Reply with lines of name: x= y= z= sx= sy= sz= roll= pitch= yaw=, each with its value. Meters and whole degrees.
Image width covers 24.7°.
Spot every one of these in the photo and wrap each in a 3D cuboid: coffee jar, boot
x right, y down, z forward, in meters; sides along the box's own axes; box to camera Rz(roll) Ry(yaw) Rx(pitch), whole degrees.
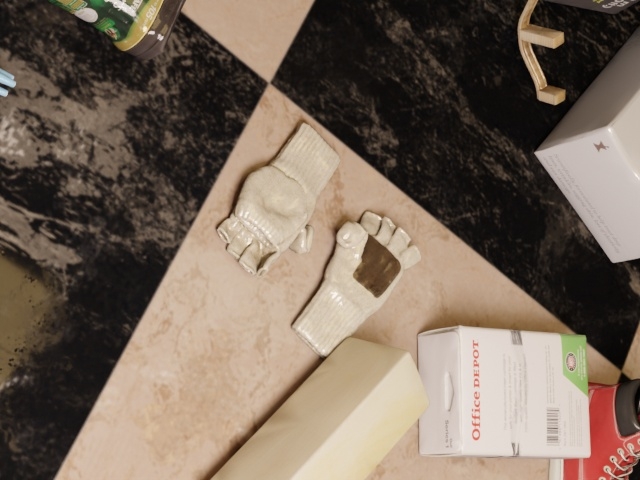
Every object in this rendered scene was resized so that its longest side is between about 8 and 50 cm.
coffee jar: x=-0.240 y=-0.281 z=1.620 sx=0.184 sy=0.079 sz=0.096 roll=31 pitch=66 yaw=-27
boot: x=0.383 y=0.303 z=1.888 sx=0.088 sy=0.176 sz=0.244 roll=-1 pitch=84 yaw=-36

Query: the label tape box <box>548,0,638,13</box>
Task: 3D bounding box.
label tape box: x=0.442 y=-0.411 z=2.001 sx=0.348 sy=0.249 sz=0.115 roll=6 pitch=71 yaw=-33

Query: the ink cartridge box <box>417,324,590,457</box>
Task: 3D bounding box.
ink cartridge box: x=0.232 y=0.196 z=1.853 sx=0.219 sy=0.093 sz=0.160 roll=7 pitch=77 yaw=-33

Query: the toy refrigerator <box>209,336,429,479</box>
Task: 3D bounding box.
toy refrigerator: x=0.002 y=0.237 z=1.671 sx=0.269 sy=0.102 sz=0.094 roll=-44 pitch=126 yaw=-32

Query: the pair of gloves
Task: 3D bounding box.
pair of gloves: x=0.000 y=0.000 z=1.759 sx=0.240 sy=0.042 sz=0.204 roll=51 pitch=59 yaw=-16

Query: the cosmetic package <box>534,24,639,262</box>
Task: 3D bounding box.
cosmetic package: x=0.499 y=-0.172 z=2.066 sx=0.385 sy=0.156 sz=0.217 roll=-45 pitch=107 yaw=-30

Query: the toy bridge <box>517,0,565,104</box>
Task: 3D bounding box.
toy bridge: x=0.298 y=-0.277 z=1.979 sx=0.026 sy=0.063 sz=0.188 roll=-33 pitch=129 yaw=-34

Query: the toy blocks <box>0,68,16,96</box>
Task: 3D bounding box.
toy blocks: x=-0.395 y=-0.158 z=1.507 sx=0.148 sy=0.054 sz=0.123 roll=23 pitch=69 yaw=-30
